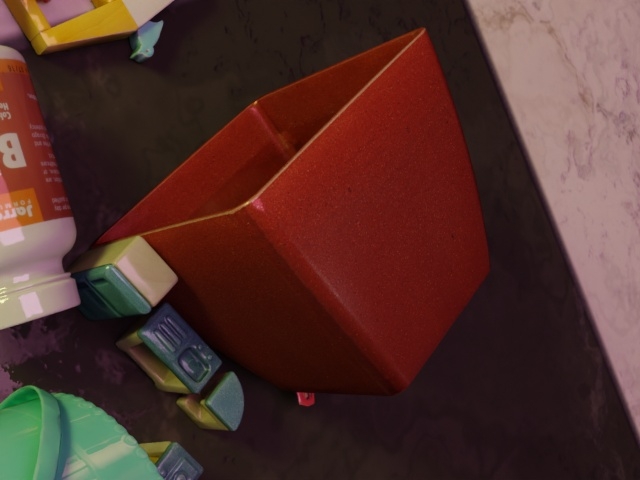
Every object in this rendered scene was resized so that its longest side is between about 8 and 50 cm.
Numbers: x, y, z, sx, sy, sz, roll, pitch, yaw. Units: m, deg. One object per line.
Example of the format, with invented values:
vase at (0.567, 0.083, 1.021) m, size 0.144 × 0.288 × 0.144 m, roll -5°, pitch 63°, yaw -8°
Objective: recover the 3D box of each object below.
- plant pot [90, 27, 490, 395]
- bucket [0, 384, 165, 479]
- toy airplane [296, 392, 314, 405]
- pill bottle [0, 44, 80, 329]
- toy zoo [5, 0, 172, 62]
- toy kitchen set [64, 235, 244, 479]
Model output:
plant pot at (0.000, 0.000, 0.795) m, size 0.267 × 0.267 × 0.235 m, roll -48°, pitch 113°, yaw -33°
bucket at (-0.224, 0.245, 0.577) m, size 0.183 × 0.281 × 0.281 m, roll -20°, pitch 94°, yaw -47°
toy airplane at (-0.008, 0.102, 0.917) m, size 0.151 × 0.028 × 0.151 m, roll 14°, pitch 67°, yaw -35°
pill bottle at (-0.269, -0.038, 0.681) m, size 0.121 × 0.121 × 0.216 m, roll -19°, pitch 93°, yaw -38°
toy zoo at (-0.242, -0.306, 0.809) m, size 0.192 × 0.030 × 0.293 m, roll -37°, pitch 104°, yaw -36°
toy kitchen set at (-0.165, 0.131, 0.730) m, size 0.207 × 0.122 × 0.166 m, roll 50°, pitch 56°, yaw -19°
